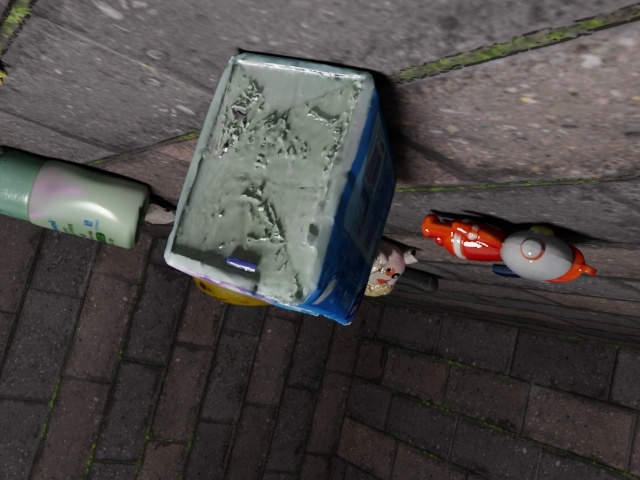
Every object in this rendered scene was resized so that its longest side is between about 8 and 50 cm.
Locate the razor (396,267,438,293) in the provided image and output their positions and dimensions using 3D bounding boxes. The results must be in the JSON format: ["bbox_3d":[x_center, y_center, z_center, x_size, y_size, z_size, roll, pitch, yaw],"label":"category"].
[{"bbox_3d":[0.253,0.107,1.682,0.148,0.054,0.090,16,172,-10],"label":"razor"}]

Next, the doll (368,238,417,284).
[{"bbox_3d":[0.106,0.043,1.284,0.192,0.095,0.149,18,142,-38],"label":"doll"}]

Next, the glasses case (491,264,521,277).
[{"bbox_3d":[0.392,0.065,1.225,0.033,0.023,0.083,21,170,-35],"label":"glasses case"}]

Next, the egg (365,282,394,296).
[{"bbox_3d":[0.138,0.091,1.543,0.116,0.118,0.140,37,153,-27],"label":"egg"}]

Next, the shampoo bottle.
[{"bbox_3d":[-0.574,-0.096,1.340,0.350,0.151,0.222,16,165,-11],"label":"shampoo bottle"}]

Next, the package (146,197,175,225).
[{"bbox_3d":[-0.512,-0.098,1.573,0.251,0.062,0.204,17,172,10],"label":"package"}]

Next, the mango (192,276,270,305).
[{"bbox_3d":[-0.211,0.113,1.986,0.445,0.220,0.301,16,171,-42],"label":"mango"}]

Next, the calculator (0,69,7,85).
[{"bbox_3d":[-0.477,-0.224,0.667,0.237,0.033,0.157,14,172,-17],"label":"calculator"}]

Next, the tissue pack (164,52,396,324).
[{"bbox_3d":[-0.018,-0.032,0.592,0.146,0.198,0.263,15,173,12],"label":"tissue pack"}]

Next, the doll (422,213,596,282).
[{"bbox_3d":[0.268,0.010,0.858,0.245,0.076,0.142,14,175,35],"label":"doll"}]
